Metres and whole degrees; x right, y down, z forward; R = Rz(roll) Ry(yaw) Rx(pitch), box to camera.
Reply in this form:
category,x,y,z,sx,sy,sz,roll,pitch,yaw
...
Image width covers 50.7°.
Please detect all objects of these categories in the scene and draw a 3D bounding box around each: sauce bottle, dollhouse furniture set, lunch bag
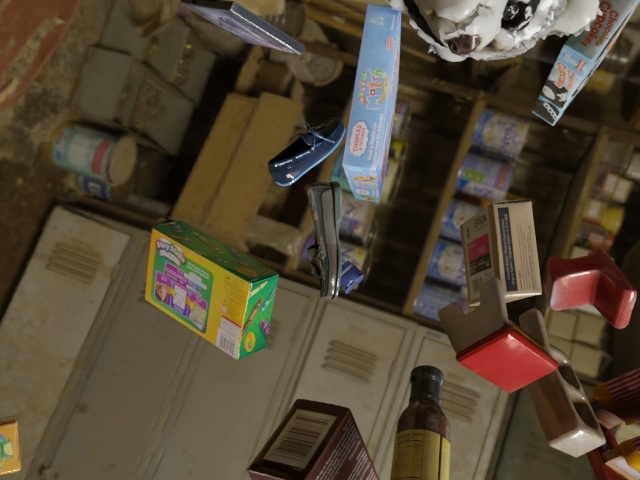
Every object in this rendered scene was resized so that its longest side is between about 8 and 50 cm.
category,x,y,z,sx,sy,sz,roll,pitch,yaw
sauce bottle,0.195,0.401,1.290,0.111,0.111,0.344,95,8,-46
dollhouse furniture set,0.329,0.155,0.730,0.201,0.374,0.152,-38,-141,25
lunch bag,0.070,0.094,1.794,0.067,0.065,0.098,-43,170,-7

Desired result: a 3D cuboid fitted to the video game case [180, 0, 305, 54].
category,x,y,z,sx,sy,sz,roll,pitch,yaw
video game case,-0.180,-0.487,1.520,0.196,0.274,0.026,22,95,-38

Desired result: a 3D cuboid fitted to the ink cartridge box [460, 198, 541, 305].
category,x,y,z,sx,sy,sz,roll,pitch,yaw
ink cartridge box,0.376,0.034,1.435,0.235,0.088,0.193,110,-25,-79

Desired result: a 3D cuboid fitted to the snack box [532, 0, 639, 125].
category,x,y,z,sx,sy,sz,roll,pitch,yaw
snack box,0.493,-0.350,1.248,0.187,0.060,0.322,-53,168,-2

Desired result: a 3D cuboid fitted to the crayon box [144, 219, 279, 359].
category,x,y,z,sx,sy,sz,roll,pitch,yaw
crayon box,-0.219,0.089,1.312,0.081,0.278,0.165,-18,126,-50

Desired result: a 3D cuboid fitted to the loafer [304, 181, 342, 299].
category,x,y,z,sx,sy,sz,roll,pitch,yaw
loafer,0.000,0.000,1.527,0.096,0.084,0.268,-172,-97,-76

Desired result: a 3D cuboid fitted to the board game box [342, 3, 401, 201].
category,x,y,z,sx,sy,sz,roll,pitch,yaw
board game box,0.059,-0.137,0.739,0.211,0.039,0.160,46,53,-83

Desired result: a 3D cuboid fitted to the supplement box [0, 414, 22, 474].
category,x,y,z,sx,sy,sz,roll,pitch,yaw
supplement box,-0.527,0.332,1.099,0.233,0.080,0.078,-26,-109,62

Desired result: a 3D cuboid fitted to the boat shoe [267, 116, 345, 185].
category,x,y,z,sx,sy,sz,roll,pitch,yaw
boat shoe,-0.033,-0.256,1.836,0.258,0.109,0.089,-48,130,-20

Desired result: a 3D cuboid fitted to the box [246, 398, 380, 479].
category,x,y,z,sx,sy,sz,roll,pitch,yaw
box,0.019,0.518,1.341,0.191,0.143,0.381,-49,127,-42

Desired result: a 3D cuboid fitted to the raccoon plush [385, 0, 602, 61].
category,x,y,z,sx,sy,sz,roll,pitch,yaw
raccoon plush,0.153,-0.365,0.553,0.299,0.216,0.446,33,79,-45
